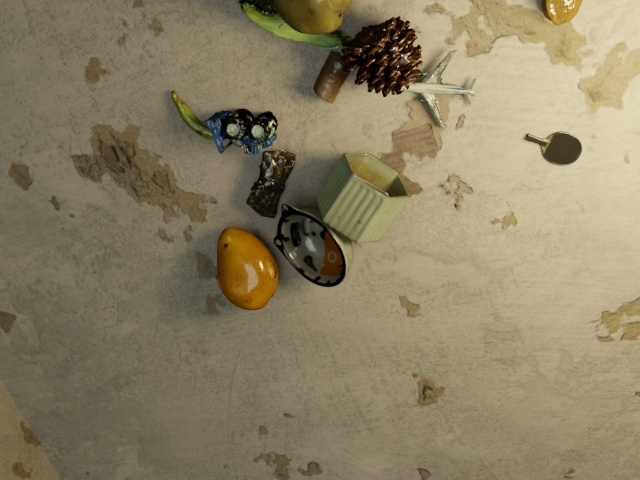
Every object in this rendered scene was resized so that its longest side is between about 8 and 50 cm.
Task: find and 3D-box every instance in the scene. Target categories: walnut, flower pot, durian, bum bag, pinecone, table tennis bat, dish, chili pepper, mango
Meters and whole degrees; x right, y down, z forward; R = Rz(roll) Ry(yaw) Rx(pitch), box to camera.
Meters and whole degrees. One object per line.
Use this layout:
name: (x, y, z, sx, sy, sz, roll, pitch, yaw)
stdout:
walnut: (0.609, -0.607, 1.687, 0.105, 0.105, 0.124, 0, 114, 14)
flower pot: (0.122, -0.127, 1.964, 0.209, 0.239, 0.189, 47, 122, 25)
durian: (-0.088, -0.622, 1.837, 0.375, 0.106, 0.132, 16, 143, -19)
bum bag: (-0.158, -0.180, 2.088, 0.102, 0.069, 0.248, 5, 120, -29)
pinecone: (0.171, -0.484, 1.790, 0.221, 0.221, 0.221, 5, 115, 12)
table tennis bat: (0.656, -0.266, 1.877, 0.158, 0.014, 0.095, 20, 118, 3)
dish: (0.000, 0.000, 2.074, 0.303, 0.120, 0.303, 28, 138, 29)
chili pepper: (-0.399, -0.376, 2.077, 0.208, 0.043, 0.049, 41, 129, -6)
mango: (-0.241, 0.089, 2.190, 0.191, 0.160, 0.290, -18, 99, 27)

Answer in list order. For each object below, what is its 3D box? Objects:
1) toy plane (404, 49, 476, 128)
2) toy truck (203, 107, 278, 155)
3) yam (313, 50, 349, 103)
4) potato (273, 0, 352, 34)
toy plane: (0.324, -0.423, 1.865, 0.226, 0.058, 0.226, 11, 121, 13)
toy truck: (-0.240, -0.327, 2.019, 0.208, 0.113, 0.126, 11, 117, 10)
yam: (0.033, -0.466, 1.906, 0.084, 0.084, 0.127, 32, 116, -2)
potato: (-0.029, -0.700, 1.689, 0.218, 0.202, 0.351, -5, 109, 51)
